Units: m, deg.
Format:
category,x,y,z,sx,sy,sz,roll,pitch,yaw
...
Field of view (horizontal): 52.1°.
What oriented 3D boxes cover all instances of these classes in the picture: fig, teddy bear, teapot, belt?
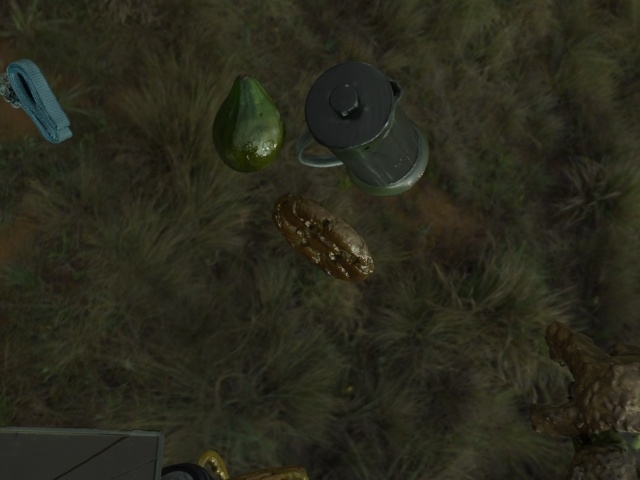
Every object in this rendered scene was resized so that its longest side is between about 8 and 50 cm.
category,x,y,z,sx,sy,sz,roll,pitch,yaw
fig,-0.118,-0.191,1.055,0.123,0.156,0.123,-3,52,4
teddy bear,0.418,0.262,0.927,0.246,0.296,0.223,13,96,5
teapot,0.073,-0.225,1.392,0.337,0.270,0.201,32,45,-66
belt,-0.590,-0.279,1.350,0.179,0.100,0.065,62,28,-14

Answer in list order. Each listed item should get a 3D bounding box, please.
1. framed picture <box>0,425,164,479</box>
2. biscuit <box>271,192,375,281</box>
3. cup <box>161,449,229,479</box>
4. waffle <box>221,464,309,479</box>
category,x,y,z,sx,sy,sz,roll,pitch,yaw
framed picture,-0.402,0.400,1.040,0.289,0.016,0.213,5,50,-13
biscuit,0.000,0.000,1.157,0.226,0.226,0.042,41,71,-9
cup,-0.238,0.524,1.227,0.178,0.255,0.256,-31,124,-11
waffle,-0.156,0.332,0.795,0.300,0.281,0.058,-15,76,-4
